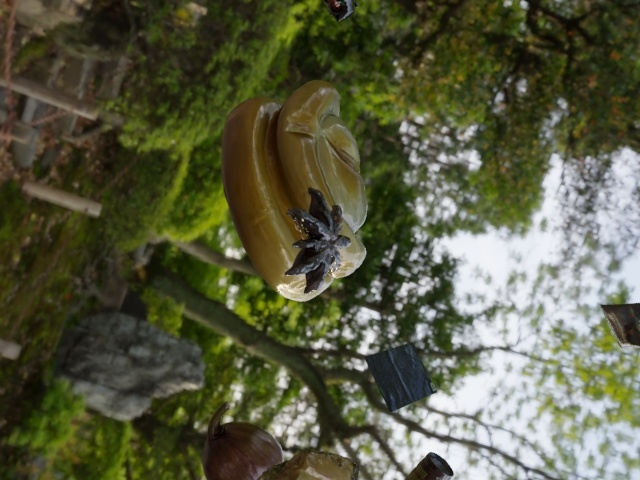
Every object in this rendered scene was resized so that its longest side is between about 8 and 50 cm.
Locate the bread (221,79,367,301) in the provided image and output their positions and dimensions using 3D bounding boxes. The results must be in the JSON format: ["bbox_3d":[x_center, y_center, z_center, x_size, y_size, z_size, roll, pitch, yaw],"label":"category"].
[{"bbox_3d":[-0.034,-0.094,1.732,0.329,0.245,0.424,64,15,-57],"label":"bread"}]

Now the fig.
[{"bbox_3d":[-0.190,0.448,1.927,0.175,0.207,0.175,-39,-164,14],"label":"fig"}]

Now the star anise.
[{"bbox_3d":[0.002,0.000,1.183,0.042,0.141,0.141,5,-110,32],"label":"star anise"}]

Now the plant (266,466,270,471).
[{"bbox_3d":[-0.026,0.498,1.636,0.142,0.203,0.131,-58,-176,1],"label":"plant"}]

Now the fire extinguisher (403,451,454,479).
[{"bbox_3d":[0.199,0.590,1.976,0.252,0.106,0.075,-52,156,12],"label":"fire extinguisher"}]

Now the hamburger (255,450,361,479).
[{"bbox_3d":[-0.053,0.371,1.088,0.124,0.131,0.262,-35,-154,45],"label":"hamburger"}]

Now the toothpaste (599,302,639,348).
[{"bbox_3d":[0.586,0.154,1.639,0.096,0.061,0.266,65,-10,3],"label":"toothpaste"}]

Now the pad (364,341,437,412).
[{"bbox_3d":[0.159,0.264,1.754,0.004,0.193,0.116,-34,-106,32],"label":"pad"}]

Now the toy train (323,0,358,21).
[{"bbox_3d":[-0.019,-0.323,1.004,0.053,0.085,0.250,-40,-141,7],"label":"toy train"}]
